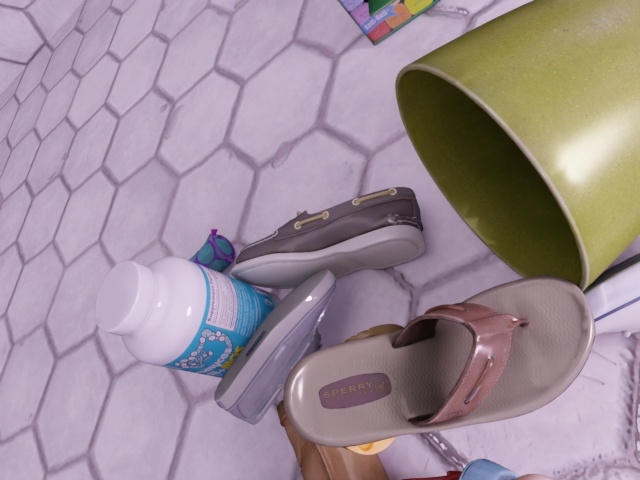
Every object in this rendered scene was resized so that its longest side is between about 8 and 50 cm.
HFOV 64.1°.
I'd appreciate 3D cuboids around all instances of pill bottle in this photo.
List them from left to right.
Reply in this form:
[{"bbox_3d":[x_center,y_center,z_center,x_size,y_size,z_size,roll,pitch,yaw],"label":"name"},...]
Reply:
[{"bbox_3d":[-0.174,0.112,0.724,0.146,0.264,0.146,-18,60,33],"label":"pill bottle"}]

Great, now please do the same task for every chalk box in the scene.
[{"bbox_3d":[0.102,-0.466,0.828,0.180,0.179,0.289,-25,57,27],"label":"chalk box"}]

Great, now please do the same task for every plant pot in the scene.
[{"bbox_3d":[0.273,-0.141,0.509,0.293,0.275,0.275,-37,49,0],"label":"plant pot"}]

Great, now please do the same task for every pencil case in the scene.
[{"bbox_3d":[-0.224,0.051,0.929,0.151,0.064,0.070,-38,76,19],"label":"pencil case"}]

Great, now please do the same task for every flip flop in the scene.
[{"bbox_3d":[0.100,0.100,0.430,0.276,0.080,0.112,-14,62,0],"label":"flip flop"}]

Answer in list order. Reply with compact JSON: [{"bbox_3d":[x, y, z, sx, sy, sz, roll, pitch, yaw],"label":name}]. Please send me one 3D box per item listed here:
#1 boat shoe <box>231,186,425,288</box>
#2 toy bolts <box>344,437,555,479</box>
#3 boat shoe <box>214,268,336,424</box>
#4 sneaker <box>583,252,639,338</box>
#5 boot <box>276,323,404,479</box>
[{"bbox_3d":[0.002,0.002,0.743,0.304,0.109,0.091,-14,61,27],"label":"boat shoe"},{"bbox_3d":[0.128,0.181,0.477,0.158,0.218,0.229,-32,63,48],"label":"toy bolts"},{"bbox_3d":[-0.043,0.142,0.688,0.228,0.081,0.079,-51,16,-12],"label":"boat shoe"},{"bbox_3d":[0.319,0.055,0.470,0.258,0.094,0.091,-38,76,34],"label":"sneaker"},{"bbox_3d":[0.065,0.267,0.585,0.236,0.089,0.270,-49,46,28],"label":"boot"}]
